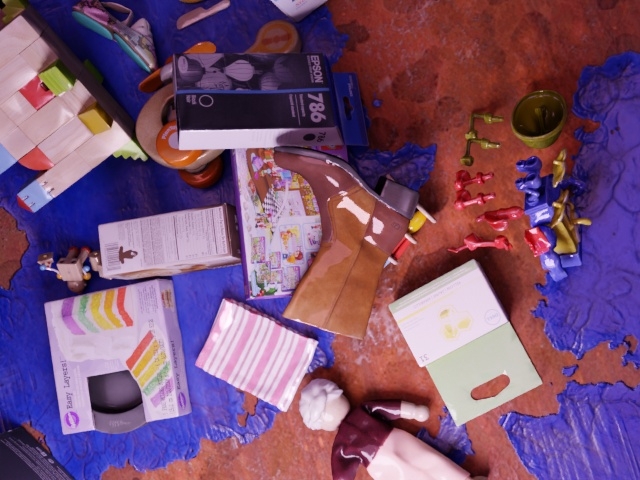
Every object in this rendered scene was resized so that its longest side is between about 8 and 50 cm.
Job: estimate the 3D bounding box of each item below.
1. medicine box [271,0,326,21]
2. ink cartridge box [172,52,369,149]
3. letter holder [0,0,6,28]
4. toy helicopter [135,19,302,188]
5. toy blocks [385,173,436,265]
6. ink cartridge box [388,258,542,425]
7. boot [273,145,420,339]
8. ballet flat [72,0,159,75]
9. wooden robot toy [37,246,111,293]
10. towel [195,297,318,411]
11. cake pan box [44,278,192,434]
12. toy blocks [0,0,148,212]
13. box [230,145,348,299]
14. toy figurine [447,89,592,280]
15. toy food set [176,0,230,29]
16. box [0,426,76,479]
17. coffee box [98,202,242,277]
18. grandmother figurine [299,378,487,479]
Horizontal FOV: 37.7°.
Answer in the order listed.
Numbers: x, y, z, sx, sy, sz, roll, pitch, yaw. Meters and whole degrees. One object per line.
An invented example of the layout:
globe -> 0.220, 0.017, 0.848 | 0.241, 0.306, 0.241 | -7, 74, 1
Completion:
medicine box -> -0.037, -0.590, 1.660 | 0.263, 0.149, 0.289 | -35, 79, 10
ink cartridge box -> -0.082, -0.240, 1.597 | 0.332, 0.065, 0.166 | -3, 62, -13
letter holder -> -0.656, -0.298, 1.814 | 0.302, 0.152, 0.214 | -45, 78, 9
toy helicopter -> -0.190, -0.284, 1.715 | 0.355, 0.140, 0.235 | -40, 68, -1
toy blocks -> 0.109, -0.022, 1.632 | 0.123, 0.054, 0.148 | 45, 99, 13
ink cartridge box -> 0.244, 0.174, 1.583 | 0.171, 0.056, 0.235 | -29, 77, 11
boot -> 0.000, 0.000, 1.572 | 0.264, 0.096, 0.281 | 22, 96, -11
ballet flat -> -0.376, -0.404, 1.788 | 0.221, 0.077, 0.079 | 37, 77, 15
wooden robot toy -> -0.458, 0.062, 1.791 | 0.173, 0.076, 0.079 | 2, 122, 15
towel -> -0.117, 0.205, 1.693 | 0.197, 0.029, 0.144 | 25, 94, 15
cake pan box -> -0.378, 0.222, 1.746 | 0.245, 0.070, 0.267 | -10, 84, 17
toy blocks -> -0.539, -0.233, 1.724 | 0.260, 0.191, 0.381 | -34, 115, 10
box -> -0.044, -0.051, 1.630 | 0.200, 0.057, 0.294 | -4, 84, -14
toy figurine -> 0.350, -0.050, 1.534 | 0.191, 0.217, 0.363 | -18, 38, 28
toy food set -> -0.249, -0.523, 1.754 | 0.128, 0.071, 0.218 | -15, 83, 14
box -> -0.660, 0.536, 1.675 | 0.179, 0.312, 0.343 | 40, 98, 14
coffee box -> -0.254, 0.006, 1.687 | 0.246, 0.141, 0.098 | -9, 83, 14
grandmother figurine -> 0.101, 0.358, 1.593 | 0.342, 0.104, 0.208 | 36, 69, 18
